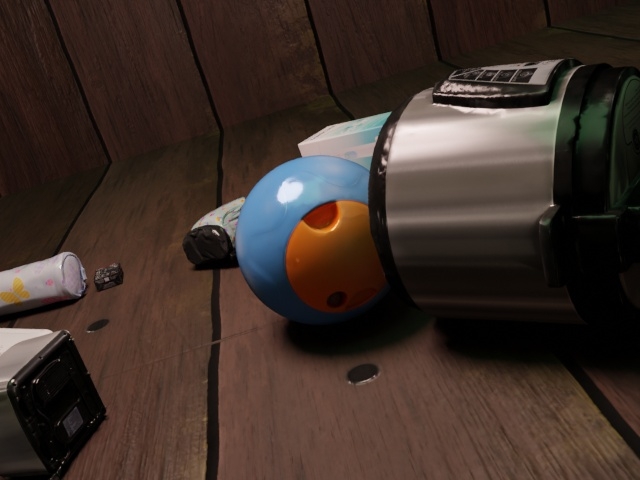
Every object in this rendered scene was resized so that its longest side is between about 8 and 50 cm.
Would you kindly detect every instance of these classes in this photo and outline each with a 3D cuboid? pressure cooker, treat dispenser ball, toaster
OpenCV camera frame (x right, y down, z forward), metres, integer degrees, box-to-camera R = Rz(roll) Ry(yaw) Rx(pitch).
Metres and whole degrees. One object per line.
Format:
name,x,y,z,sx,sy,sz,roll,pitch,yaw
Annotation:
pressure cooker,0.328,-0.062,1.062,0.420,0.375,0.370,0,65,36
treat dispenser ball,0.000,0.000,1.254,0.288,0.288,0.288,-15,21,6
toaster,-0.432,0.255,1.122,0.110,0.168,0.186,-13,20,18

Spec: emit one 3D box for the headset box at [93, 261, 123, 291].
headset box,-0.513,0.086,1.790,0.062,0.032,0.083,-19,20,-7

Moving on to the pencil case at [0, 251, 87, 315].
pencil case,-0.702,0.110,1.765,0.273,0.113,0.124,-15,12,6

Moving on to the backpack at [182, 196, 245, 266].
backpack,-0.219,-0.022,1.722,0.152,0.115,0.182,-6,21,34

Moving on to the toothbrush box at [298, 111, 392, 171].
toothbrush box,0.125,-0.156,1.618,0.295,0.216,0.126,-7,22,41

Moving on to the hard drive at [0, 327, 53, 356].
hard drive,-0.707,0.275,1.453,0.210,0.040,0.318,-3,25,32
